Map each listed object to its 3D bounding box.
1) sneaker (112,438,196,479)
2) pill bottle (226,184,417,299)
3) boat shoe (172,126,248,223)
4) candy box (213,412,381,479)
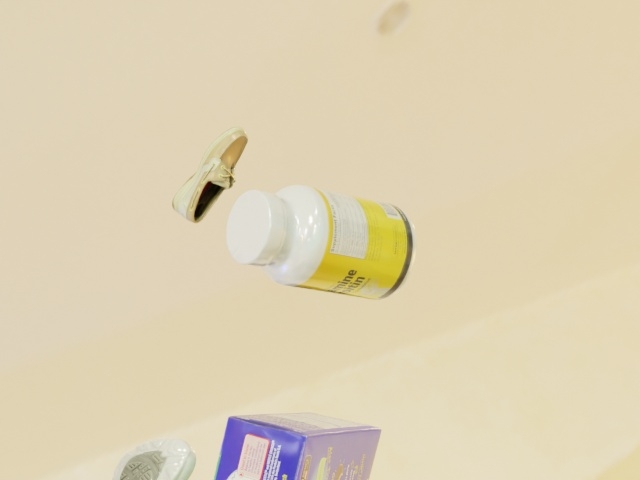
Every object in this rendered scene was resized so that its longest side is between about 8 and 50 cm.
[{"bbox_3d":[-0.224,0.348,2.173,0.115,0.090,0.232,20,-62,-44],"label":"sneaker"},{"bbox_3d":[0.000,0.000,1.679,0.184,0.103,0.103,10,-60,-37],"label":"pill bottle"},{"bbox_3d":[-0.130,-0.079,2.090,0.135,0.045,0.050,-54,-35,11],"label":"boat shoe"},{"bbox_3d":[-0.045,0.367,2.203,0.317,0.122,0.268,15,-91,-69],"label":"candy box"}]
